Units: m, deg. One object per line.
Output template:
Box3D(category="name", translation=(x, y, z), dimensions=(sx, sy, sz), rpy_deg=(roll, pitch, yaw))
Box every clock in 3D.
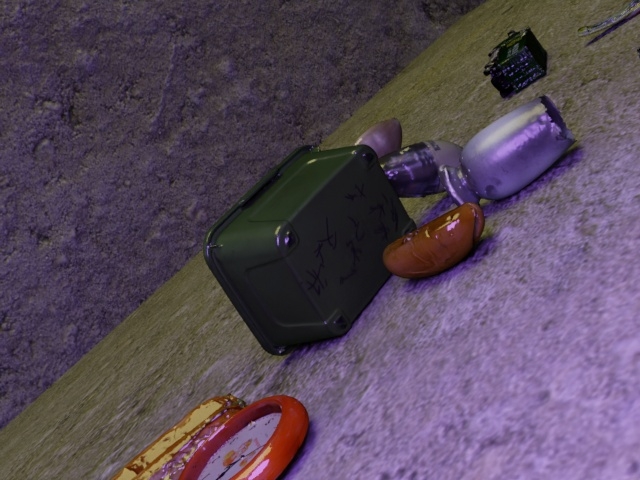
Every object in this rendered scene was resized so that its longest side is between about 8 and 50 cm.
Box3D(category="clock", translation=(-0.099, 0.277, 1.095), dimensions=(0.205, 0.051, 0.205), rpy_deg=(-36, 13, 10))

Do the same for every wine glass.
Box3D(category="wine glass", translation=(0.285, -0.129, 1.330), dimensions=(0.204, 0.111, 0.111), rpy_deg=(-36, 12, 25))

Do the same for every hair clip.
Box3D(category="hair clip", translation=(0.627, -0.474, 1.806), dimensions=(0.188, 0.033, 0.060), rpy_deg=(-30, 16, 26))

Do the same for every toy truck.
Box3D(category="toy truck", translation=(0.451, -0.417, 1.998), dimensions=(0.121, 0.088, 0.259), rpy_deg=(-34, 14, 27))

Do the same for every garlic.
Box3D(category="garlic", translation=(0.093, -0.163, 2.058), dimensions=(0.318, 0.112, 0.143), rpy_deg=(-45, -11, 1))

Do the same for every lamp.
Box3D(category="lamp", translation=(0.182, -0.126, 1.542), dimensions=(0.250, 0.101, 0.101), rpy_deg=(-14, 5, -17))

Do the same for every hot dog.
Box3D(category="hot dog", translation=(-0.210, 0.319, 1.225), dimensions=(0.269, 0.072, 0.115), rpy_deg=(-38, 11, -6))

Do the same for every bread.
Box3D(category="bread", translation=(0.168, 0.007, 1.263), dimensions=(0.114, 0.077, 0.189), rpy_deg=(-22, -4, -42))

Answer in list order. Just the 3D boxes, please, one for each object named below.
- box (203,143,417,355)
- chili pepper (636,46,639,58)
Box3D(category="box", translation=(0.000, 0.000, 1.405), dimensions=(0.178, 0.252, 0.328), rpy_deg=(-13, 27, 45))
Box3D(category="chili pepper", translation=(0.585, -0.312, 1.268), dimensions=(0.227, 0.059, 0.088), rpy_deg=(-27, 4, 31))
